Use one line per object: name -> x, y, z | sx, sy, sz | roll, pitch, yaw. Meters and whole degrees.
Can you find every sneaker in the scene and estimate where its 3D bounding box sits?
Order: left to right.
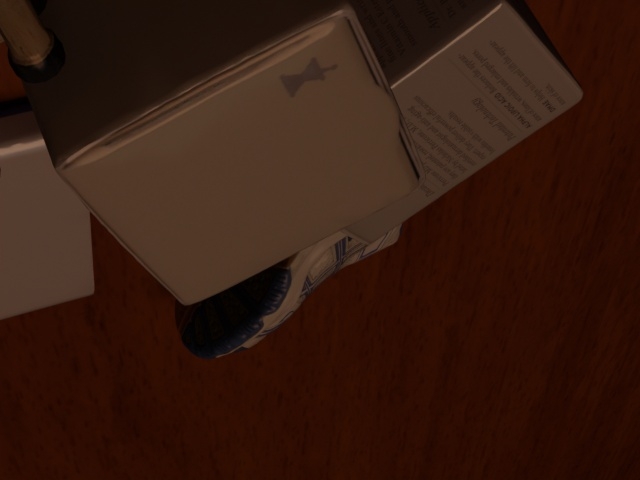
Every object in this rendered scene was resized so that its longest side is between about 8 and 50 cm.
sneaker -> 0.000, 0.000, 1.081 | 0.131, 0.112, 0.296 | 7, 137, -45

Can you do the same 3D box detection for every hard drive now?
hard drive -> -0.319, 0.013, 0.925 | 0.319, 0.040, 0.210 | -16, 149, -17

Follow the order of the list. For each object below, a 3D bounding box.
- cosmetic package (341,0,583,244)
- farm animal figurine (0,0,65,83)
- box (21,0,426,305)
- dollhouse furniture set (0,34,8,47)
cosmetic package -> 0.041, -0.122, 0.879 | 0.184, 0.151, 0.151 | -35, 150, 16
farm animal figurine -> -0.125, -0.203, 0.432 | 0.327, 0.330, 0.172 | -28, 157, 1
box -> -0.081, -0.144, 0.586 | 0.121, 0.311, 0.148 | -27, 150, 3
dollhouse furniture set -> -0.166, -0.110, 0.823 | 0.081, 0.091, 0.114 | -21, 157, 24
